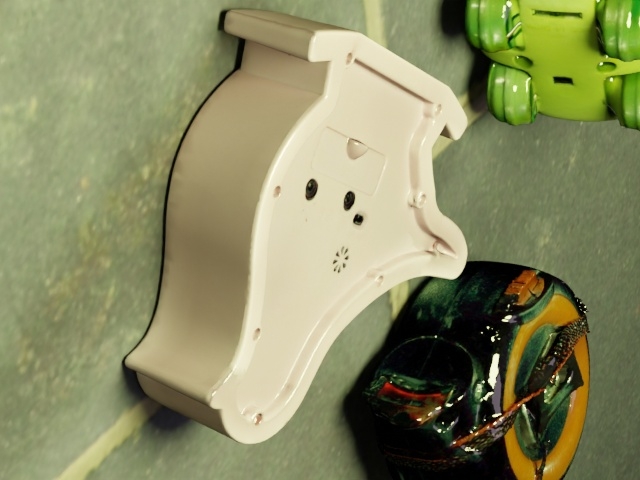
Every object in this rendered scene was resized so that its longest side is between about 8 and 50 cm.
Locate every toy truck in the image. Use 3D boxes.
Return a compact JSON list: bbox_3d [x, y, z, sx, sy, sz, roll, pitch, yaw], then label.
[{"bbox_3d":[0.196,-0.196,1.477,0.187,0.148,0.211,43,54,-68],"label":"toy truck"}]

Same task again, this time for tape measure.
[{"bbox_3d":[0.136,0.122,1.560,0.223,0.135,0.202,-55,138,-33],"label":"tape measure"}]

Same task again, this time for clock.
[{"bbox_3d":[0.000,0.000,1.330,0.290,0.080,0.275,15,94,-58],"label":"clock"}]
